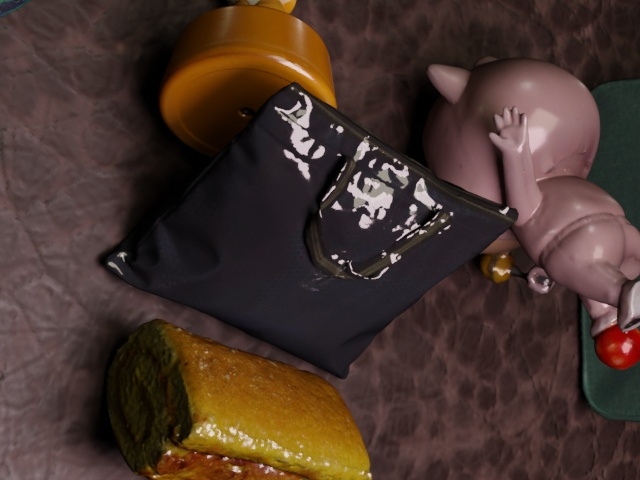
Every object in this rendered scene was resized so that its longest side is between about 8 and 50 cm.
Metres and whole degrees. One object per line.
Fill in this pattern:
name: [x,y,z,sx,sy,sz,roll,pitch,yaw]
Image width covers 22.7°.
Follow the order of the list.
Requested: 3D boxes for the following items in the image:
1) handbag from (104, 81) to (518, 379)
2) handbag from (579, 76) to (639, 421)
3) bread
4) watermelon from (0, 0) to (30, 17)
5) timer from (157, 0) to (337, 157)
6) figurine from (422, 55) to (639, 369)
handbag: [0.000,0.000,1.195,0.254,0.211,0.088,29,29,-37]
handbag: [0.354,0.005,1.453,0.089,0.238,0.326,2,88,-45]
bread: [-0.063,0.135,1.166,0.172,0.132,0.103,20,118,-38]
watermelon: [-0.205,-0.220,1.075,0.231,0.128,0.146,-24,122,-40]
timer: [-0.049,-0.154,1.203,0.132,0.132,0.152,33,46,-35]
figurine: [0.178,-0.023,1.332,0.176,0.186,0.287,-8,60,-50]
